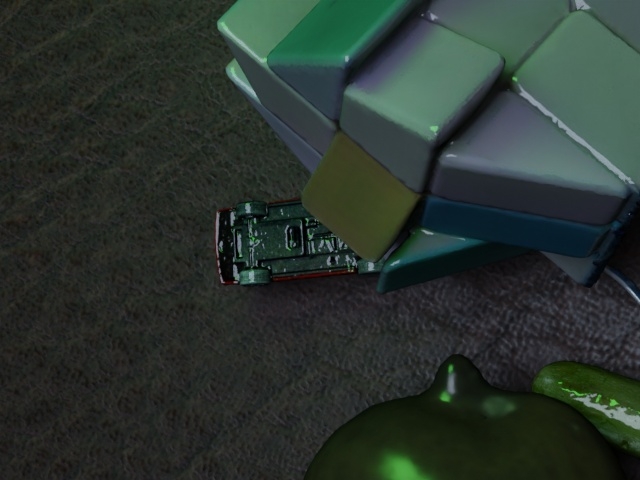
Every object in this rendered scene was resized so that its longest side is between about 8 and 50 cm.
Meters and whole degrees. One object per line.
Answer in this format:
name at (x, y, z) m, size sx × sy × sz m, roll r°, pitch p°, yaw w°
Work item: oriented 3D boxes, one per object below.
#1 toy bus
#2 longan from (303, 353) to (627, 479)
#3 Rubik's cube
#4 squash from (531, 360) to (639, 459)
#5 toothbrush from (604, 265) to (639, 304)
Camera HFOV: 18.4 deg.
toy bus at (0.000, 0.000, 1.873) m, size 0.195 × 0.089 × 0.081 m, roll -7°, pitch 82°, yaw 23°
longan at (0.127, 0.249, 1.719) m, size 0.300 × 0.243 × 0.300 m, roll 0°, pitch 85°, yaw 1°
Rubik's cube at (0.135, -0.145, 1.651) m, size 0.368 × 0.387 × 0.358 m, roll 40°, pitch 74°, yaw 9°
squash at (0.298, 0.164, 1.747) m, size 0.239 × 0.069 × 0.069 m, roll 17°, pitch 93°, yaw 23°
toothbrush at (0.280, 0.047, 1.793) m, size 0.162 × 0.014 × 0.017 m, roll 53°, pitch 124°, yaw 17°
